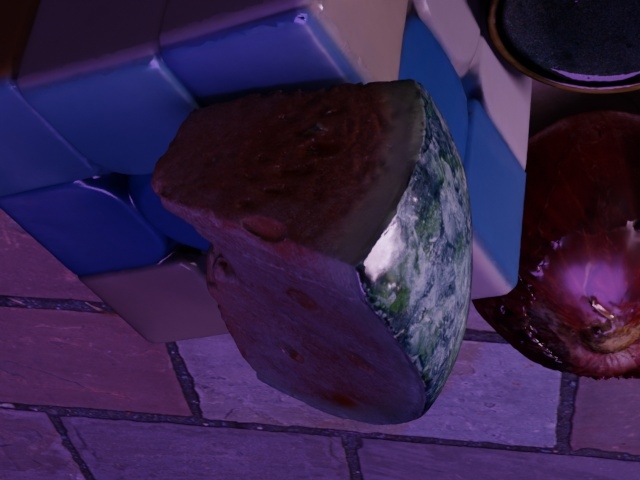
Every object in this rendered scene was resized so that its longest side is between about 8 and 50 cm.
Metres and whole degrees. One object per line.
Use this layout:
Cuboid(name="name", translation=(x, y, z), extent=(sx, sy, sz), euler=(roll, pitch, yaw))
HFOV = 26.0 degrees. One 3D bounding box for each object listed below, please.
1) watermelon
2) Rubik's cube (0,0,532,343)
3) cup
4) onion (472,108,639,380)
Cuboid(name="watermelon", translation=(0.000, 0.000, 0.901), extent=(0.226, 0.148, 0.318), euler=(31, 159, -3))
Cuboid(name="Rubik's cube", translation=(-0.051, -0.160, 1.069), extent=(0.344, 0.347, 0.346), euler=(-11, 144, 27))
Cuboid(name="cup", translation=(0.207, -0.250, 1.016), extent=(0.166, 0.177, 0.239), euler=(1, 148, 15))
Cuboid(name="onion", translation=(0.273, 0.006, 1.350), extent=(0.276, 0.276, 0.276), euler=(7, 148, 4))
